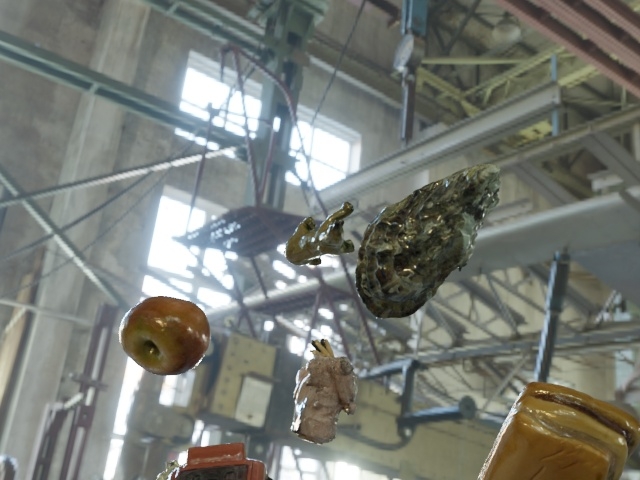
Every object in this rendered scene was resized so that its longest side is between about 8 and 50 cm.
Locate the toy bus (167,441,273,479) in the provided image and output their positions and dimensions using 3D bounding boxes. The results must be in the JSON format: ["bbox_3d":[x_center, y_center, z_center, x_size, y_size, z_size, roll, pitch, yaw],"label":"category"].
[{"bbox_3d":[-0.169,0.521,1.188,0.202,0.233,0.427,-5,17,0],"label":"toy bus"}]

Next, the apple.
[{"bbox_3d":[-0.393,0.236,1.949,0.234,0.173,0.211,22,-54,13],"label":"apple"}]

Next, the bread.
[{"bbox_3d":[0.218,0.232,0.737,0.115,0.077,0.201,24,-55,16],"label":"bread"}]

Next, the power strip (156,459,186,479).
[{"bbox_3d":[-0.321,0.727,1.969,0.098,0.338,0.058,-14,-32,-37],"label":"power strip"}]

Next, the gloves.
[{"bbox_3d":[0.008,0.224,1.110,0.094,0.144,0.110,21,1,-4],"label":"gloves"}]

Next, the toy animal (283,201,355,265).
[{"bbox_3d":[0.000,0.000,1.505,0.101,0.103,0.218,-26,4,-42],"label":"toy animal"}]

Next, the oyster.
[{"bbox_3d":[0.191,-0.011,1.336,0.162,0.158,0.351,27,-60,-28],"label":"oyster"}]
